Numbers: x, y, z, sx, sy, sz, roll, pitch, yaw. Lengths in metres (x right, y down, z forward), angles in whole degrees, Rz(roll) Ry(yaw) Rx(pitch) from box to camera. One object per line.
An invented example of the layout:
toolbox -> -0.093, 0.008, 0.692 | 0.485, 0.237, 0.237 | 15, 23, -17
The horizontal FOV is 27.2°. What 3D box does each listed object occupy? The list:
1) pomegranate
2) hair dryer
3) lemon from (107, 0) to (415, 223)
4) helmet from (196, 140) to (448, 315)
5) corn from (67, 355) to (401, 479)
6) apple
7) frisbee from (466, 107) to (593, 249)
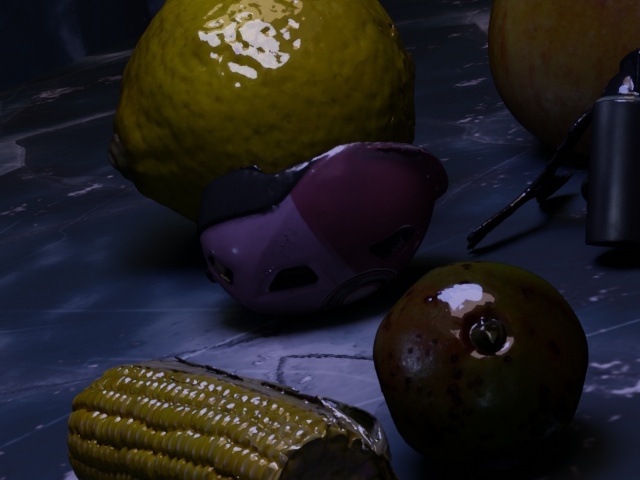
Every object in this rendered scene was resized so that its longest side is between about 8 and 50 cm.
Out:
pomegranate -> 0.116, 0.095, 1.001 | 0.159, 0.159, 0.205 | -12, -9, -2
hair dryer -> 0.306, -0.086, 1.403 | 0.078, 0.196, 0.248 | 4, -3, -1
lemon -> -0.070, -0.162, 1.574 | 0.387, 0.350, 0.350 | -20, 19, -10
helmet -> 0.000, 0.000, 1.337 | 0.253, 0.154, 0.198 | 1, -18, 10
corn -> -0.073, 0.156, 0.948 | 0.123, 0.122, 0.305 | -25, 20, -34
apple -> 0.398, -0.284, 1.647 | 0.400, 0.334, 0.400 | -12, 17, 4
frisbee -> 0.225, -0.055, 1.435 | 0.187, 0.012, 0.211 | -39, -16, -18
